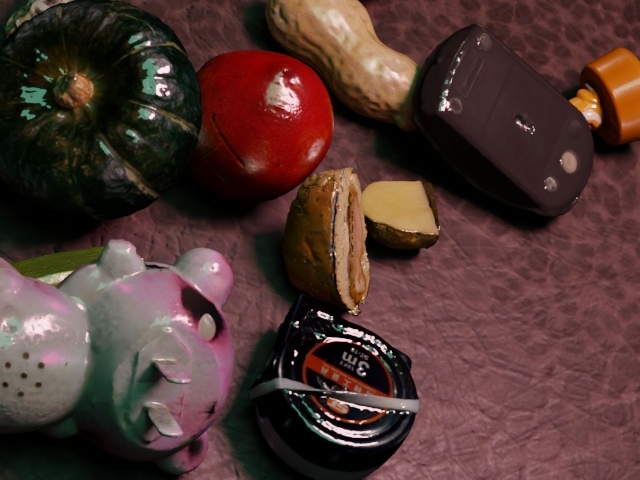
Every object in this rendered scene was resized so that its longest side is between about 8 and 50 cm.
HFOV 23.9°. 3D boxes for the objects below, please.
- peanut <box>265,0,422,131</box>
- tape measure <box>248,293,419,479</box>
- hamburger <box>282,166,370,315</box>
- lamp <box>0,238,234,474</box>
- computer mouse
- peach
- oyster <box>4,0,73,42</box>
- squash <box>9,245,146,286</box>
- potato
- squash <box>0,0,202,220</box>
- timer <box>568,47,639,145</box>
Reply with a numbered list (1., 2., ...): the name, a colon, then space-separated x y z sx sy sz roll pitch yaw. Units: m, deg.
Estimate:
1. peanut: 0.040 -0.240 1.943 0.117 0.101 0.263 -42 82 -16
2. tape measure: 0.014 0.174 1.672 0.182 0.107 0.181 30 50 -2
3. hamburger: -0.005 0.004 1.766 0.102 0.176 0.087 0 20 20
4. lamp: -0.227 0.122 1.518 0.301 0.247 0.247 6 100 -23
5. computer mouse: 0.229 -0.144 1.942 0.269 0.100 0.170 40 59 -23
6. peach: -0.074 -0.138 1.774 0.197 0.197 0.197 11 57 -16
7. oyster: -0.319 -0.247 1.825 0.125 0.064 0.177 -8 65 -31
8. squash: -0.289 0.052 1.645 0.219 0.068 0.077 -11 46 -27
9. potato: 0.087 -0.027 1.853 0.103 0.066 0.096 7 43 -13
10. squash: -0.253 -0.146 1.684 0.252 0.165 0.252 -2 82 15
11. timer: 0.359 -0.175 2.040 0.152 0.132 0.132 -21 68 -8
